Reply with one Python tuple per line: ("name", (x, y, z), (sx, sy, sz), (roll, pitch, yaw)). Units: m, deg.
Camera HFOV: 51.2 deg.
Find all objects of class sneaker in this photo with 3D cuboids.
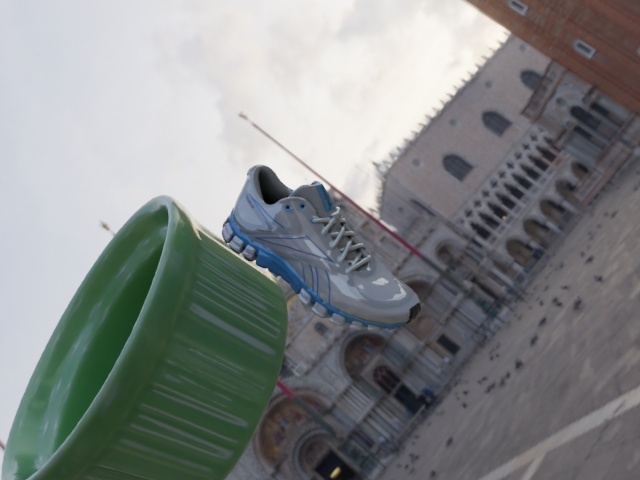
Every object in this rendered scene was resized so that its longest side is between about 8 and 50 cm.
("sneaker", (0.000, 0.000, 0.534), (0.071, 0.191, 0.083), (-28, -38, -52))

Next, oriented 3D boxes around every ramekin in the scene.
("ramekin", (-0.167, 0.121, 0.663), (0.303, 0.148, 0.303), (-41, 30, 31))
